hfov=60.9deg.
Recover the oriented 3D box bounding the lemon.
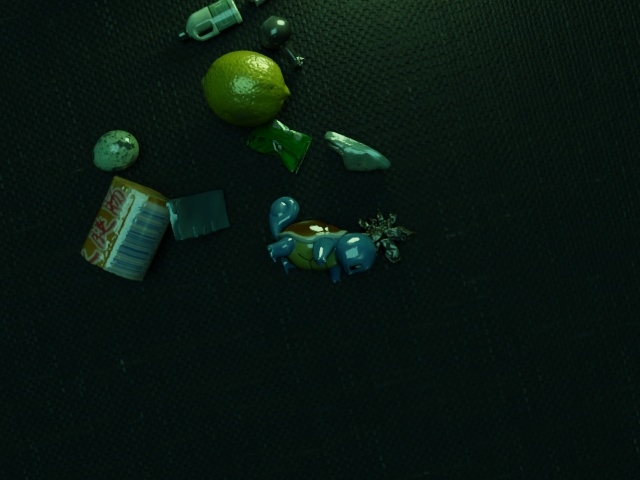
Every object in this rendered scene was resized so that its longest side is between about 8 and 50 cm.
[{"bbox_3d":[-0.245,-0.497,1.790,0.268,0.267,0.267,0,92,2],"label":"lemon"}]

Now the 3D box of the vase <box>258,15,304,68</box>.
[{"bbox_3d":[-0.127,-0.668,1.850,0.120,0.120,0.183,-41,104,2],"label":"vase"}]

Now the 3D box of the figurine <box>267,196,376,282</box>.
[{"bbox_3d":[-0.028,0.028,1.816,0.417,0.298,0.242,27,72,21],"label":"figurine"}]

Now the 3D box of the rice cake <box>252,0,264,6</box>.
[{"bbox_3d":[-0.109,-0.924,1.855,0.365,0.072,0.056,-40,93,2],"label":"rice cake"}]

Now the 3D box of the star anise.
[{"bbox_3d":[0.199,0.003,1.864,0.214,0.099,0.220,44,93,9],"label":"star anise"}]

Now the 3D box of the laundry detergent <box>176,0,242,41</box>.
[{"bbox_3d":[-0.388,-0.748,1.870,0.226,0.070,0.099,-26,97,2],"label":"laundry detergent"}]

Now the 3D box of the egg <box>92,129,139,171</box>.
[{"bbox_3d":[-0.704,-0.302,1.864,0.172,0.132,0.132,-30,91,14],"label":"egg"}]

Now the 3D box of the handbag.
[{"bbox_3d":[-0.406,-0.086,1.827,0.057,0.221,0.144,-6,100,36],"label":"handbag"}]

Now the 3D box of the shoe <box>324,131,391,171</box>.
[{"bbox_3d":[0.116,-0.284,1.857,0.251,0.103,0.100,27,92,6],"label":"shoe"}]

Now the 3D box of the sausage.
[{"bbox_3d":[-0.637,-0.038,1.822,0.233,0.233,0.286,25,94,1],"label":"sausage"}]

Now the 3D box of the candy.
[{"bbox_3d":[-0.142,-0.337,1.874,0.203,0.078,0.141,27,93,-5],"label":"candy"}]
